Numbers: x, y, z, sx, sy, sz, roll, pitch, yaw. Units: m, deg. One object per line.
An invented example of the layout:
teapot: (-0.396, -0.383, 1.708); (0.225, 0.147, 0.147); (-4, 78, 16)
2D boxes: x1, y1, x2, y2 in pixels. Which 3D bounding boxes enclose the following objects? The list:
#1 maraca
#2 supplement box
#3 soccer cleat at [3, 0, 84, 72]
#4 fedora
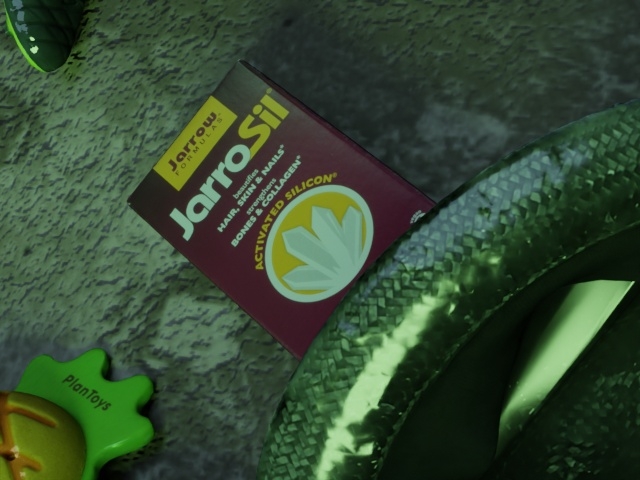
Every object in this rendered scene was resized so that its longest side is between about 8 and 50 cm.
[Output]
maraca: (-0.172, 0.126, 1.040); (0.127, 0.099, 0.186); (28, 59, 38)
supplement box: (0.000, 0.000, 0.991); (0.104, 0.081, 0.188); (-52, 50, 2)
soccer cleat: (-0.162, -0.189, 1.209); (0.072, 0.060, 0.178); (-16, 57, 25)
fedora: (0.128, 0.071, 0.793); (0.334, 0.334, 0.152); (-42, 21, 9)
